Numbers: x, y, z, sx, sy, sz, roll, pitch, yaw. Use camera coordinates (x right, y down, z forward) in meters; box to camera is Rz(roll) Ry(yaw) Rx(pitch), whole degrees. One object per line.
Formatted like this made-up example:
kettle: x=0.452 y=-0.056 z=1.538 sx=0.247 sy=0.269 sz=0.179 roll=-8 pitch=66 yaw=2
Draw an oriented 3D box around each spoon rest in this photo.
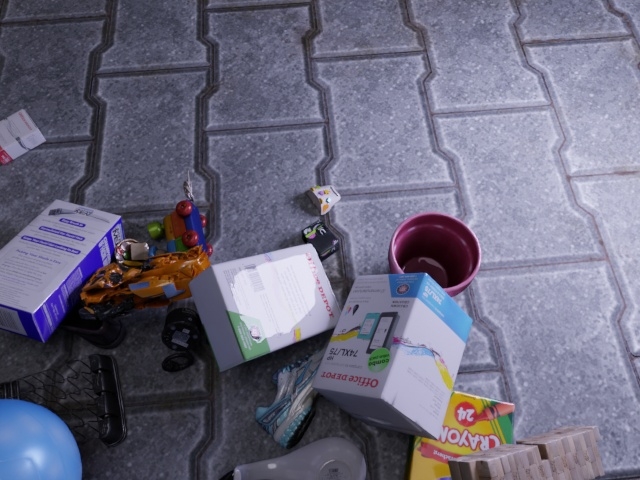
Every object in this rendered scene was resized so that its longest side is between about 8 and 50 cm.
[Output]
spoon rest: x=-0.041 y=0.478 z=1.104 sx=0.276 sy=0.084 sz=0.137 roll=2 pitch=84 yaw=-11

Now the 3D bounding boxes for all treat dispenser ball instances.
treat dispenser ball: x=-0.581 y=0.431 z=0.949 sx=0.288 sy=0.288 sz=0.288 roll=0 pitch=64 yaw=0

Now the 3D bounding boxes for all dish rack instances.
dish rack: x=-0.578 y=0.374 z=1.166 sx=0.271 sy=0.074 sz=0.208 roll=-17 pitch=64 yaw=-6

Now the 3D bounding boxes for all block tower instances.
block tower: x=0.410 y=0.438 z=1.038 sx=0.335 sy=0.091 sz=0.097 roll=-3 pitch=75 yaw=-30

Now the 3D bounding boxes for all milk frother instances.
milk frother: x=-0.321 y=0.209 z=1.236 sx=0.143 sy=0.129 sz=0.135 roll=-38 pitch=28 yaw=13

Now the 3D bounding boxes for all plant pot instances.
plant pot: x=0.254 y=0.060 z=1.253 sx=0.201 sy=0.180 sz=0.201 roll=0 pitch=64 yaw=1

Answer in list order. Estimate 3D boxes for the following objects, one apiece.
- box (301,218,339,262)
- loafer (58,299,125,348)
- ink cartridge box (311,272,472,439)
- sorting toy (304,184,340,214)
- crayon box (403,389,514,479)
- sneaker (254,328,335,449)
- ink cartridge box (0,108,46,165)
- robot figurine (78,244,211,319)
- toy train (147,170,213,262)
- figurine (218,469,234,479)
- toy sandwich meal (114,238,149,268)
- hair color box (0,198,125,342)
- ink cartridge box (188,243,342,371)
box: x=0.000 y=0.000 z=1.355 sx=0.062 sy=0.052 sz=0.083 roll=-33 pitch=69 yaw=-13
loafer: x=-0.603 y=0.159 z=1.256 sx=0.302 sy=0.095 sz=0.109 roll=20 pitch=67 yaw=10
ink cartridge box: x=0.153 y=0.234 z=1.112 sx=0.198 sy=0.197 sz=0.270 roll=-7 pitch=49 yaw=47
sorting toy: x=0.012 y=-0.120 z=1.428 sx=0.075 sy=0.045 sz=0.083 roll=-23 pitch=64 yaw=-32
crayon box: x=0.280 y=0.477 z=1.102 sx=0.202 sy=0.081 sz=0.319 roll=11 pitch=65 yaw=5
sneaker: x=-0.041 y=0.300 z=1.178 sx=0.122 sy=0.110 sz=0.283 roll=28 pitch=67 yaw=17
ink cartridge box: x=-0.860 y=-0.290 z=1.502 sx=0.135 sy=0.056 sz=0.099 roll=-36 pitch=69 yaw=-15
robot figurine: x=-0.404 y=0.094 z=1.218 sx=0.290 sy=0.085 sz=0.211 roll=-12 pitch=23 yaw=2
toy train: x=-0.375 y=-0.049 z=1.364 sx=0.143 sy=0.105 sz=0.248 roll=-21 pitch=65 yaw=5
figurine: x=-0.217 y=0.596 z=1.048 sx=0.209 sy=0.092 sz=0.215 roll=-26 pitch=67 yaw=-16
toy sandwich meal: x=-0.468 y=0.032 z=1.337 sx=0.085 sy=0.029 sz=0.086 roll=12 pitch=71 yaw=-38
hair color box: x=-0.623 y=0.057 z=1.237 sx=0.185 sy=0.110 sz=0.339 roll=14 pitch=43 yaw=8
ink cartridge box: x=-0.112 y=0.137 z=1.163 sx=0.278 sy=0.117 sz=0.201 roll=-13 pitch=76 yaw=-43
